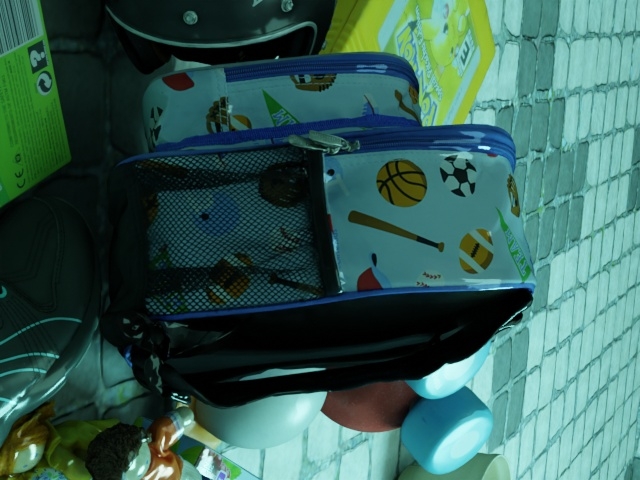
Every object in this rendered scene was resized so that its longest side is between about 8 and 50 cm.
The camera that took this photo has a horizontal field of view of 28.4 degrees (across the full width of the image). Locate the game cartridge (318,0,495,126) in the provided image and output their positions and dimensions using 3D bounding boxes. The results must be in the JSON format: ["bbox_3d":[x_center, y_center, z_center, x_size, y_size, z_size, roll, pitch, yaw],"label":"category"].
[{"bbox_3d":[0.086,-0.173,1.251,0.285,0.053,0.323,67,39,-48],"label":"game cartridge"}]

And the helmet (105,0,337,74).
[{"bbox_3d":[-0.063,-0.179,0.807,0.161,0.169,0.169,79,27,-68],"label":"helmet"}]

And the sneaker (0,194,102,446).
[{"bbox_3d":[-0.201,0.065,0.664,0.106,0.101,0.267,60,39,-39],"label":"sneaker"}]

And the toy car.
[{"bbox_3d":[-0.023,0.105,1.003,0.238,0.219,0.210,-31,142,-17],"label":"toy car"}]

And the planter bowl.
[{"bbox_3d":[0.144,0.315,1.456,0.162,0.109,0.162,-33,127,-58],"label":"planter bowl"}]

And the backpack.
[{"bbox_3d":[0.000,0.000,0.810,0.276,0.264,0.213,125,-35,-81],"label":"backpack"}]

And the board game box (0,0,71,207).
[{"bbox_3d":[-0.226,-0.047,0.650,0.259,0.039,0.124,-48,138,-53],"label":"board game box"}]

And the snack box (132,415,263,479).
[{"bbox_3d":[-0.112,0.252,0.899,0.207,0.070,0.174,-62,147,-14],"label":"snack box"}]

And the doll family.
[{"bbox_3d":[-0.186,0.186,0.750,0.263,0.118,0.163,-54,154,-13],"label":"doll family"}]
